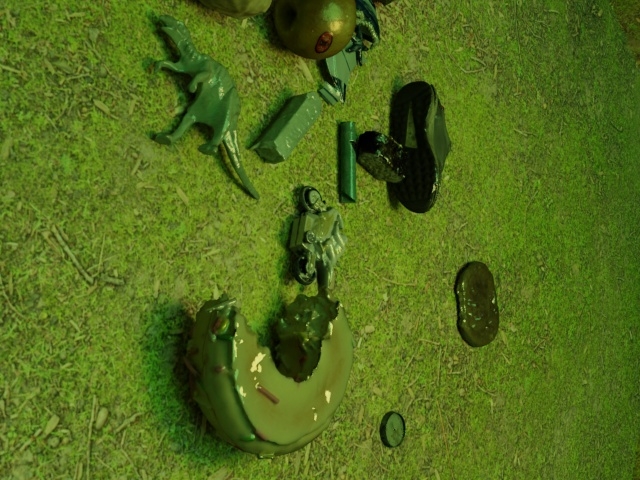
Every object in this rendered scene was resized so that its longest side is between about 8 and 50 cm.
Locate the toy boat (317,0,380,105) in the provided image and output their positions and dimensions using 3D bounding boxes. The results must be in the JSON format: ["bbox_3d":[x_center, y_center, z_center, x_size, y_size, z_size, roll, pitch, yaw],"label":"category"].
[{"bbox_3d":[0.069,-0.453,1.852,0.210,0.070,0.291,-5,92,-45],"label":"toy boat"}]

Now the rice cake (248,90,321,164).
[{"bbox_3d":[-0.065,-0.235,1.659,0.063,0.069,0.206,56,46,-29],"label":"rice cake"}]

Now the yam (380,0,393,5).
[{"bbox_3d":[0.163,-0.721,1.929,0.161,0.161,0.268,-48,118,-42],"label":"yam"}]

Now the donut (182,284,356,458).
[{"bbox_3d":[-0.090,0.244,1.500,0.371,0.150,0.307,-2,87,-50],"label":"donut"}]

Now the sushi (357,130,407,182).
[{"bbox_3d":[0.143,-0.199,1.883,0.150,0.091,0.078,32,65,-44],"label":"sushi"}]

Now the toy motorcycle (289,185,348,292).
[{"bbox_3d":[0.000,0.000,1.700,0.151,0.074,0.228,25,57,-40],"label":"toy motorcycle"}]

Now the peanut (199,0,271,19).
[{"bbox_3d":[-0.210,-0.548,1.484,0.313,0.149,0.149,58,46,-24],"label":"peanut"}]

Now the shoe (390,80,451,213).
[{"bbox_3d":[0.262,-0.218,2.012,0.171,0.132,0.336,24,64,-56],"label":"shoe"}]

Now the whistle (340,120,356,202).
[{"bbox_3d":[0.064,-0.177,1.824,0.039,0.039,0.186,9,78,-49],"label":"whistle"}]

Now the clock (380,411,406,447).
[{"bbox_3d":[0.171,0.444,1.883,0.085,0.017,0.085,9,78,-49],"label":"clock"}]

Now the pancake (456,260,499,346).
[{"bbox_3d":[0.440,0.175,2.217,0.222,0.042,0.236,27,64,-42],"label":"pancake"}]

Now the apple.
[{"bbox_3d":[-0.013,-0.468,1.672,0.155,0.182,0.182,-12,94,-34],"label":"apple"}]

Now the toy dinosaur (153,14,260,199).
[{"bbox_3d":[-0.199,-0.220,1.491,0.393,0.092,0.205,48,46,-31],"label":"toy dinosaur"}]
